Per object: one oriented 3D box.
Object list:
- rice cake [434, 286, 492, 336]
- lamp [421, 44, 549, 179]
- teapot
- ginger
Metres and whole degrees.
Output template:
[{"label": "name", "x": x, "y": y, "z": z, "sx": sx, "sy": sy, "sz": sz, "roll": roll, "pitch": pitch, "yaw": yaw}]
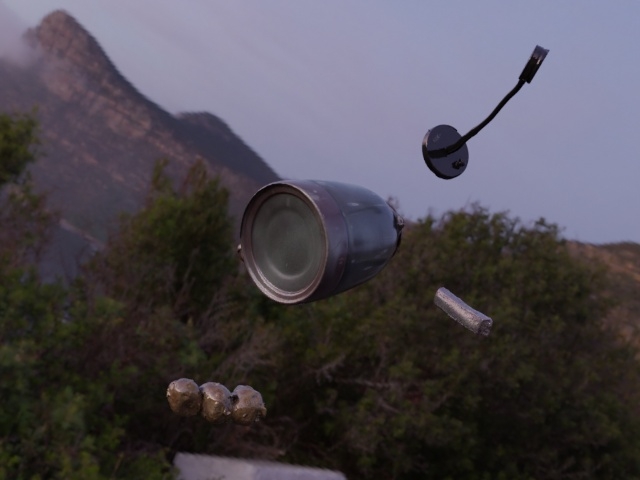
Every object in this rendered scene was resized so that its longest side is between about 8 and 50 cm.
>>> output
[{"label": "rice cake", "x": 0.293, "y": 0.148, "z": 1.818, "sx": 0.036, "sy": 0.047, "sz": 0.206, "roll": 21, "pitch": 6, "yaw": -24}, {"label": "lamp", "x": 0.291, "y": -0.247, "z": 1.635, "sx": 0.108, "sy": 0.130, "sz": 0.371, "roll": 34, "pitch": -25, "yaw": 3}, {"label": "teapot", "x": 0.000, "y": 0.000, "z": 1.741, "sx": 0.314, "sy": 0.233, "sz": 0.312, "roll": -11, "pitch": -3, "yaw": 42}, {"label": "ginger", "x": -0.213, "y": 0.327, "z": 1.757, "sx": 0.204, "sy": 0.080, "sz": 0.104, "roll": 11, "pitch": 21, "yaw": -26}]
